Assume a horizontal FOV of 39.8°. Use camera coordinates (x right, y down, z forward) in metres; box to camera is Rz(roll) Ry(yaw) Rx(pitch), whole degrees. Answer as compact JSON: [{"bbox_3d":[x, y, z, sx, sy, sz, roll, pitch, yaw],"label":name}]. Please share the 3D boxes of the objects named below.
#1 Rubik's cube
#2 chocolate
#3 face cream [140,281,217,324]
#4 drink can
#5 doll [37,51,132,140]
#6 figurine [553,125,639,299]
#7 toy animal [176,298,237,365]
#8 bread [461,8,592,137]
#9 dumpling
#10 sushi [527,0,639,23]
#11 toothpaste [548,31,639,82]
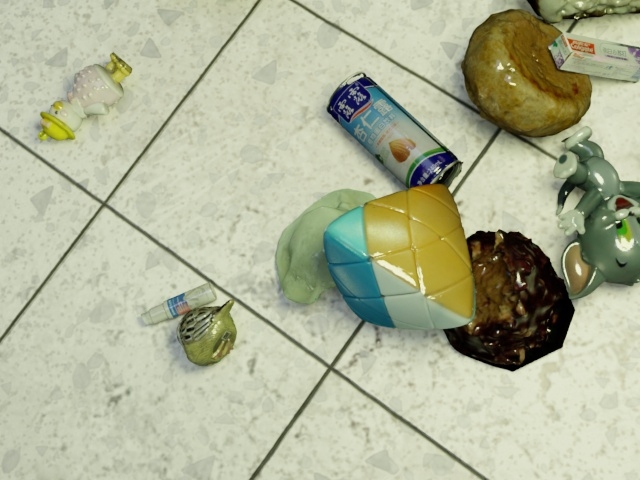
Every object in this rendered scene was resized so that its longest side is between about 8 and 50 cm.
[{"bbox_3d":[0.135,0.072,1.352,0.254,0.254,0.254,-2,76,8],"label":"Rubik's cube"},{"bbox_3d":[0.271,0.076,1.344,0.206,0.177,0.224,-27,72,1],"label":"chocolate"},{"bbox_3d":[-0.239,0.109,1.484,0.130,0.034,0.034,-22,74,3],"label":"face cream"},{"bbox_3d":[0.122,-0.172,1.469,0.097,0.097,0.235,-44,75,-4],"label":"drink can"},{"bbox_3d":[-0.424,-0.250,1.577,0.207,0.081,0.129,-42,55,-1],"label":"doll"},{"bbox_3d":[0.427,-0.045,1.374,0.193,0.140,0.265,-17,60,-20],"label":"figurine"},{"bbox_3d":[-0.184,0.136,1.429,0.098,0.098,0.137,23,115,13],"label":"toy animal"},{"bbox_3d":[0.325,-0.259,1.418,0.230,0.123,0.230,18,52,-24],"label":"bread"},{"bbox_3d":[0.002,-0.001,1.437,0.152,0.108,0.219,35,81,14],"label":"dumpling"},{"bbox_3d":[0.468,-0.488,1.400,0.348,0.234,0.207,-5,55,-16],"label":"sushi"},{"bbox_3d":[0.452,-0.292,1.418,0.196,0.040,0.047,1,62,-33],"label":"toothpaste"}]
